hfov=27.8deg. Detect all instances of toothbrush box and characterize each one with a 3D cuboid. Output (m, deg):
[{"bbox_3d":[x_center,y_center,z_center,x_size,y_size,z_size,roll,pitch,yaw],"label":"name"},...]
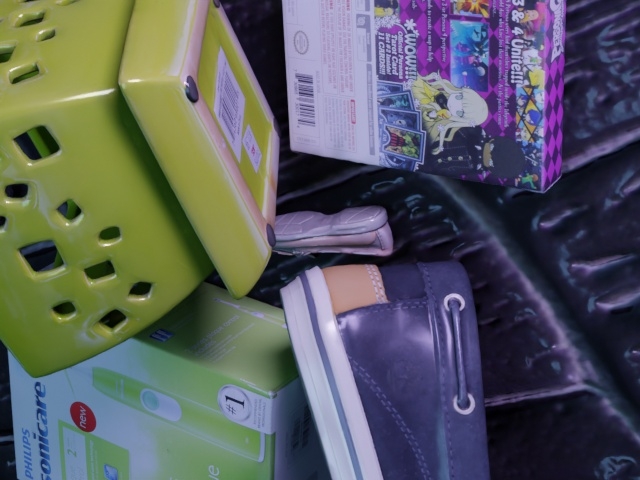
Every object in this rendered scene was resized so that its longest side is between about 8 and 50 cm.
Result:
[{"bbox_3d":[-0.129,0.148,1.137,0.283,0.122,0.206,19,121,27],"label":"toothbrush box"}]

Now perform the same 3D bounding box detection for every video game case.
[{"bbox_3d":[0.068,-0.160,0.907,0.210,0.042,0.232,11,118,30],"label":"video game case"}]

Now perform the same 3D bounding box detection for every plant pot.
[{"bbox_3d":[-0.153,-0.070,0.940,0.207,0.228,0.227,-15,127,13],"label":"plant pot"}]

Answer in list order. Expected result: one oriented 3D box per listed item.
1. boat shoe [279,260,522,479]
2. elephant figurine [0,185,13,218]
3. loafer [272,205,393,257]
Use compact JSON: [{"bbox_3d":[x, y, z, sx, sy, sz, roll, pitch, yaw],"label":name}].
[{"bbox_3d":[0.108,0.246,0.972,0.156,0.187,0.500,-17,94,-4],"label":"boat shoe"},{"bbox_3d":[-0.419,-0.043,1.230,0.239,0.186,0.169,4,137,37],"label":"elephant figurine"},{"bbox_3d":[0.000,0.000,1.031,0.125,0.045,0.039,-5,115,33],"label":"loafer"}]
